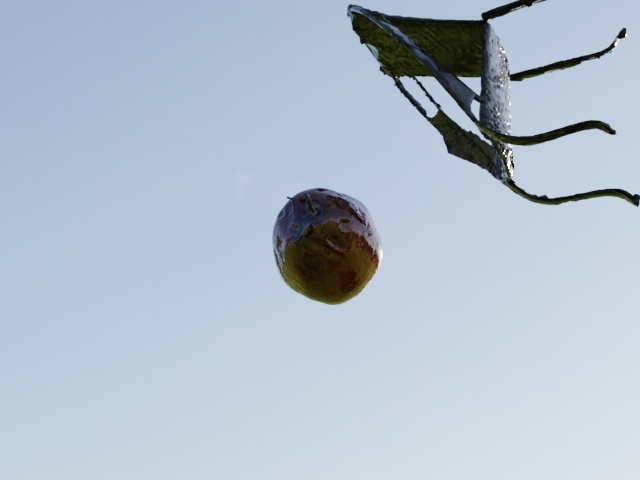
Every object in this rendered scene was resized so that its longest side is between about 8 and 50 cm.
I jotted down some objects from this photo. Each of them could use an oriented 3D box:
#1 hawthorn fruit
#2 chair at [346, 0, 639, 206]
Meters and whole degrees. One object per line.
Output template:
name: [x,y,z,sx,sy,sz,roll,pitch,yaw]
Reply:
hawthorn fruit: [0.000,0.000,1.105,0.081,0.081,0.093,-5,-17,18]
chair: [0.122,-0.113,1.167,0.213,0.149,0.174,-1,-22,19]
